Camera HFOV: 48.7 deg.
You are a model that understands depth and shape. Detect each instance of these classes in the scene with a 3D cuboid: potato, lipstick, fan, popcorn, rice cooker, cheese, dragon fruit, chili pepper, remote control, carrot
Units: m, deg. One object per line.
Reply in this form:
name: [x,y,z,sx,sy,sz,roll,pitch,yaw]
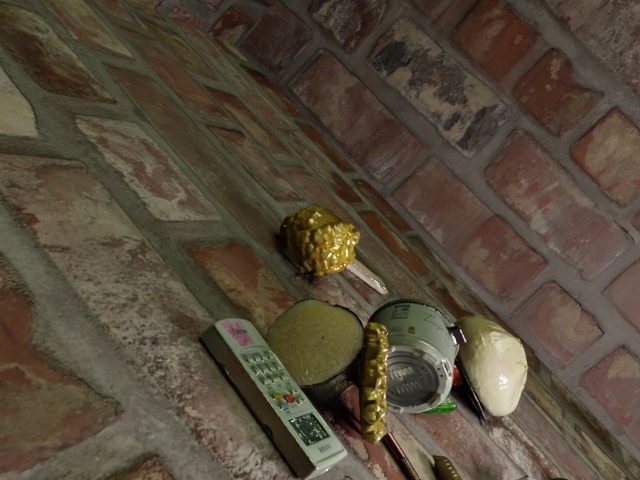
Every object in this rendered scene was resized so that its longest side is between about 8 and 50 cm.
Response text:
potato: [-0.009,0.228,1.489,0.182,0.202,0.117,44,-18,25]
lipstick: [0.193,0.499,1.544,0.027,0.027,0.176,19,31,-57]
fan: [0.440,0.422,2.177,0.294,0.012,0.223,64,4,13]
popcorn: [0.000,0.000,2.066,0.250,0.190,0.250,28,20,-11]
rice cooker: [0.218,0.280,1.740,0.241,0.280,0.227,61,24,-20]
cheese: [0.073,0.054,2.374,0.400,0.034,0.085,38,12,-22]
dragon fruit: [0.386,0.407,2.175,0.106,0.083,0.162,61,0,-13]
chili pepper: [0.294,0.429,1.908,0.224,0.061,0.098,28,17,-48]
remote control: [-0.089,0.289,1.336,0.344,0.050,0.145,50,17,19]
carrot: [0.334,0.604,1.562,0.070,0.070,0.342,30,19,-41]

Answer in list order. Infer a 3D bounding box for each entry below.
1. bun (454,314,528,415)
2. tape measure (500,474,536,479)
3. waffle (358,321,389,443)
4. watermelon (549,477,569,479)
bun: [0.560,0.386,2.290,0.361,0.213,0.361,59,7,-11]
tape measure: [0.538,0.689,1.787,0.178,0.105,0.196,51,17,-1]
waffle: [0.110,0.300,1.497,0.253,0.056,0.249,82,11,-77]
watermelon: [0.751,0.768,2.168,0.105,0.062,0.105,35,17,-13]
